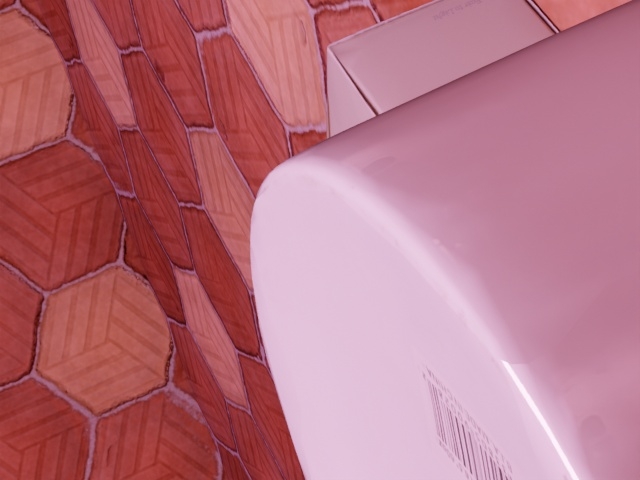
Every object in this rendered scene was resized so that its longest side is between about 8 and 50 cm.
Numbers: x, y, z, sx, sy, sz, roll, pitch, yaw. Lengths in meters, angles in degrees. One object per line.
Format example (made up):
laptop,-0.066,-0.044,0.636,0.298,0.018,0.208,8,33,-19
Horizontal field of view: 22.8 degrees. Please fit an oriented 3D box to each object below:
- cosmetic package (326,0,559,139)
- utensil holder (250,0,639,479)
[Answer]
cosmetic package,0.095,-0.039,1.234,0.113,0.160,0.309,56,160,32
utensil holder,0.210,0.040,0.592,0.327,0.385,0.327,56,162,30
